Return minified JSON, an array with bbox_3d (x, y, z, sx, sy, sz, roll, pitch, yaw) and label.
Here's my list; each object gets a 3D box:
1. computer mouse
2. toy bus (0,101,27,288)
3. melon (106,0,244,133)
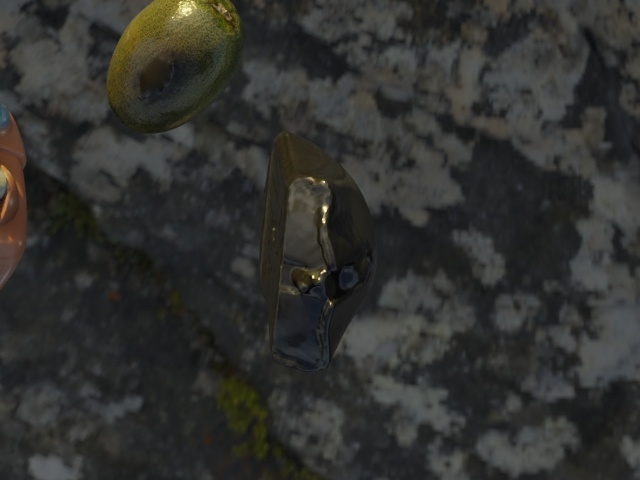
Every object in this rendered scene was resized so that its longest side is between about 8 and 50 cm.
[{"bbox_3d":[0.000,0.000,1.224,0.088,0.264,0.147,3,108,-3],"label":"computer mouse"},{"bbox_3d":[-0.443,-0.059,1.884,0.194,0.288,0.232,11,146,-39],"label":"toy bus"},{"bbox_3d":[-0.129,-0.153,1.403,0.099,0.099,0.162,38,131,-12],"label":"melon"}]
